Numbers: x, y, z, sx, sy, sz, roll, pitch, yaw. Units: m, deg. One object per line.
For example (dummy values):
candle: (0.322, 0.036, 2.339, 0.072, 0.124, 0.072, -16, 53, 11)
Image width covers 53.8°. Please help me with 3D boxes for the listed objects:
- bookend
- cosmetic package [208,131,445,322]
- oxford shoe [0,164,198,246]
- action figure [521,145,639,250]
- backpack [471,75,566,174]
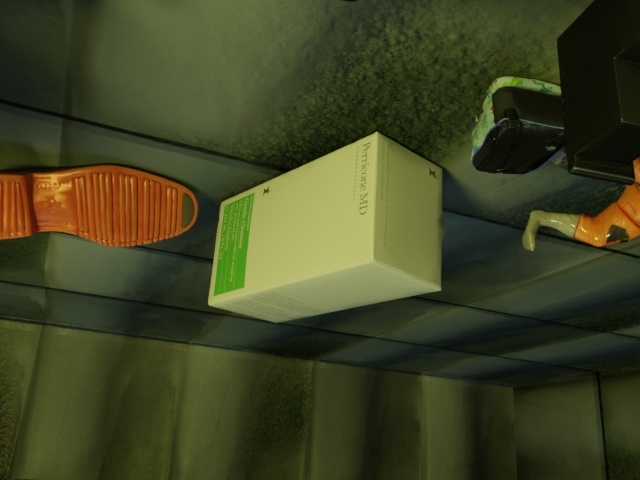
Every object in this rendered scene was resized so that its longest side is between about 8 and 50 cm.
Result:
bookend: (0.291, -0.156, 0.560, 0.072, 0.156, 0.157, 9, 158, -12)
cosmetic package: (0.000, 0.000, 0.973, 0.155, 0.196, 0.366, 21, 152, -38)
oxford shoe: (-0.384, -0.069, 1.014, 0.364, 0.129, 0.133, 4, -167, -20)
action figure: (0.448, -0.100, 0.767, 0.331, 0.178, 0.341, -1, 133, -7)
backpack: (0.231, -0.131, 0.736, 0.105, 0.084, 0.114, 7, 154, -7)
